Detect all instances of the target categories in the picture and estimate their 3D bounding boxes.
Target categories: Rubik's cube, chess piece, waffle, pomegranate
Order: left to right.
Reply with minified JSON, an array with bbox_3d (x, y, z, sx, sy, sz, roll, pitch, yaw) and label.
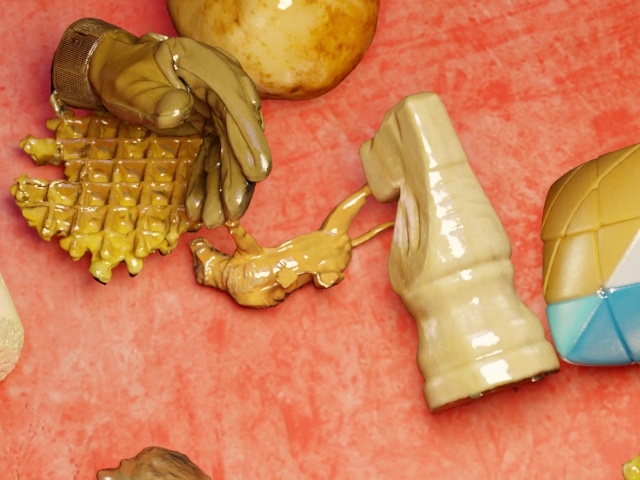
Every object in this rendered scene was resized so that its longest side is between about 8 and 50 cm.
[{"bbox_3d":[-0.203,-0.067,1.928,0.231,0.051,0.228,-33,53,-24],"label":"waffle"},{"bbox_3d":[-0.054,-0.265,1.945,0.248,0.248,0.248,-1,61,3],"label":"pomegranate"},{"bbox_3d":[0.123,0.010,1.786,0.137,0.137,0.301,-17,83,-6],"label":"chess piece"},{"bbox_3d":[0.358,-0.001,1.786,0.254,0.254,0.254,-1,61,3],"label":"Rubik's cube"}]

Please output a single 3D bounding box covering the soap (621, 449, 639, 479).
[{"bbox_3d":[0.405,0.317,1.660,0.199,0.091,0.315,-4,59,-9],"label":"soap"}]

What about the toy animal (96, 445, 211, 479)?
[{"bbox_3d":[-0.075,0.286,1.723,0.312,0.097,0.158,15,57,10],"label":"toy animal"}]

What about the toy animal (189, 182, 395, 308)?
[{"bbox_3d":[0.001,0.008,1.880,0.255,0.116,0.114,-15,73,-14],"label":"toy animal"}]

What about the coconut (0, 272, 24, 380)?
[{"bbox_3d":[-0.377,0.073,1.827,0.147,0.147,0.153,-23,66,-9],"label":"coconut"}]

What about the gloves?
[{"bbox_3d":[-0.142,-0.132,1.841,0.141,0.154,0.331,-34,43,-26],"label":"gloves"}]
